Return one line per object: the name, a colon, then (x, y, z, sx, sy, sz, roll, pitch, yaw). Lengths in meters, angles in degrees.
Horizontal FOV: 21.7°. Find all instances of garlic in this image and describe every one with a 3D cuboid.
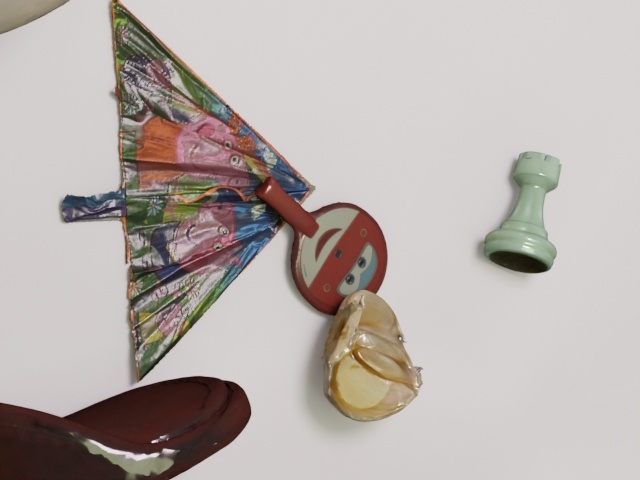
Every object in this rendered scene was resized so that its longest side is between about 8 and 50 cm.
garlic: (0.039, 0.101, 1.449, 0.094, 0.074, 0.113, 23, 75, -30)

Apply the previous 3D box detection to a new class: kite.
kite: (-0.106, -0.045, 1.407, 0.234, 0.016, 0.321, -4, 93, -26)

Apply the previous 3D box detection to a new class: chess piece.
chess piece: (0.190, -0.027, 1.531, 0.067, 0.067, 0.103, 22, 71, -25)

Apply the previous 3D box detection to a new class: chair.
chair: (-0.122, 0.267, 1.291, 0.226, 0.226, 0.401, -23, 100, -24)

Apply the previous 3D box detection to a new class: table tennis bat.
table tennis bat: (0.000, 0.000, 1.455, 0.154, 0.019, 0.098, 44, 72, -28)

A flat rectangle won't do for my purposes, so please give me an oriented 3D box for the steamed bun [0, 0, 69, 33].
steamed bun: (-0.304, -0.308, 1.175, 0.374, 0.241, 0.374, 7, 75, -30)
